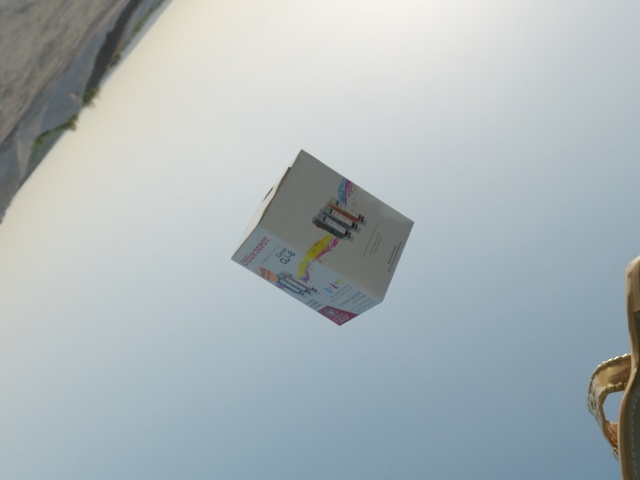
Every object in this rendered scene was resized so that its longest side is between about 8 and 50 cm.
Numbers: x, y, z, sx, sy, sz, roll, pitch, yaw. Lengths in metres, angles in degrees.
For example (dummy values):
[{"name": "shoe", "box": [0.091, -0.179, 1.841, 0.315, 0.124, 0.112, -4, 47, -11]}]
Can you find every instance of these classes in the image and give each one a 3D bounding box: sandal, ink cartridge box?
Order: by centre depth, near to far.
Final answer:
[{"name": "sandal", "box": [0.250, 0.121, 0.473, 0.079, 0.088, 0.240, 121, -7, -56]}, {"name": "ink cartridge box", "box": [0.000, 0.000, 0.769, 0.127, 0.176, 0.128, -63, -170, -30]}]
